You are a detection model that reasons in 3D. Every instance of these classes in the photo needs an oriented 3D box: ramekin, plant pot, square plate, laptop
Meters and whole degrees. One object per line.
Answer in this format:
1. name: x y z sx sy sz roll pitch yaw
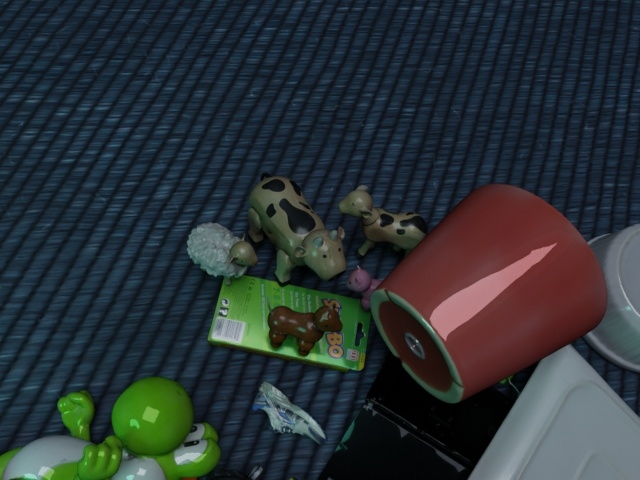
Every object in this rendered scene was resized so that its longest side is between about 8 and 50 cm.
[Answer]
1. ramekin: 0.591 0.092 1.002 0.272 0.127 0.273 3 67 -6
2. plant pot: 0.225 0.090 0.838 0.243 0.275 0.275 -33 74 -18
3. square plate: 0.408 0.383 0.850 0.347 0.049 0.344 44 66 -4
4. laptop: 0.161 0.325 0.912 0.234 0.137 0.264 31 41 6

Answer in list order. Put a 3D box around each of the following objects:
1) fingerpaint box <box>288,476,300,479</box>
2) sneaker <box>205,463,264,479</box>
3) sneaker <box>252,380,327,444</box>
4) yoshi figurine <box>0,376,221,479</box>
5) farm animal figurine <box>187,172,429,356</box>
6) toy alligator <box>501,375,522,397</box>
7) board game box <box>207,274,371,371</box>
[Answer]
1. fingerpaint box: -0.014 0.559 0.580 0.371 0.163 0.445 30 77 36
2. sneaker: -0.168 0.425 0.785 0.101 0.153 0.268 43 103 -6
3. sneaker: -0.050 0.283 0.890 0.135 0.052 0.058 34 77 16
4. yoshi figurine: -0.324 0.282 0.777 0.361 0.203 0.204 -8 58 -17
5. farm animal figurine: 0.000 0.000 0.925 0.326 0.172 0.330 38 55 17
6. toy alligator: 0.286 0.206 0.960 0.051 0.056 0.190 -35 70 22
7. board game box: -0.047 0.139 0.954 0.259 0.039 0.124 11 64 0
